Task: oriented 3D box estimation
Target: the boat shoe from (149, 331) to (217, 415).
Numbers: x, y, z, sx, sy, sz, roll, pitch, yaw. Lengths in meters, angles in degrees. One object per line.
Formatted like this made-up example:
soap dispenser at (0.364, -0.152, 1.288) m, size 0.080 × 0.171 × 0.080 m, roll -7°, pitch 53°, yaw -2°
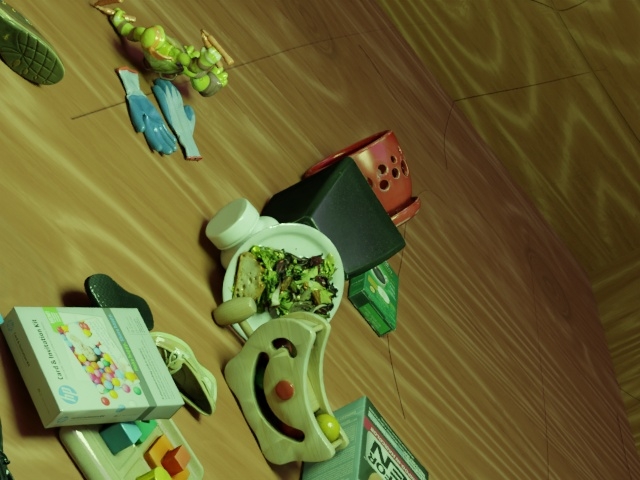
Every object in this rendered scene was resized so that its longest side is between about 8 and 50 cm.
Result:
boat shoe at (-0.186, 0.174, 1.682) m, size 0.153 × 0.056 × 0.048 m, roll 53°, pitch 17°, yaw -40°

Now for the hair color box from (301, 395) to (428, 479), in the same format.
hair color box at (0.061, 0.419, 1.846) m, size 0.185 × 0.114 × 0.374 m, roll 52°, pitch 23°, yaw -23°

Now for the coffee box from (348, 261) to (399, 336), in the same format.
coffee box at (0.104, 0.090, 2.466) m, size 0.113 × 0.040 × 0.184 m, roll 52°, pitch 23°, yaw -24°

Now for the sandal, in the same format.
sandal at (-0.264, 0.089, 1.646) m, size 0.179 × 0.040 × 0.067 m, roll 45°, pitch 27°, yaw -70°

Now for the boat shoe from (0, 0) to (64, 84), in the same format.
boat shoe at (-0.412, -0.281, 1.735) m, size 0.178 × 0.064 × 0.060 m, roll 41°, pitch 30°, yaw -35°

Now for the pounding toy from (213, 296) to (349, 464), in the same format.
pounding toy at (-0.034, 0.185, 1.872) m, size 0.269 × 0.154 × 0.155 m, roll 63°, pitch 21°, yaw 5°

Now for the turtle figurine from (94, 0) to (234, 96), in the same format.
turtle figurine at (-0.230, -0.294, 2.071) m, size 0.270 × 0.087 × 0.217 m, roll 23°, pitch -3°, yaw 21°

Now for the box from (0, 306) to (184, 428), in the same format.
box at (-0.262, 0.143, 1.484) m, size 0.186 × 0.038 × 0.145 m, roll 4°, pitch 47°, yaw -49°

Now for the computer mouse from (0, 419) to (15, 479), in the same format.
computer mouse at (-0.373, 0.209, 1.210) m, size 0.184 × 0.060 × 0.262 m, roll 65°, pitch 9°, yaw 23°

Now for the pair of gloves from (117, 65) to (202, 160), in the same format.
pair of gloves at (-0.250, -0.201, 2.061) m, size 0.198 × 0.023 × 0.159 m, roll 4°, pitch 60°, yaw -65°

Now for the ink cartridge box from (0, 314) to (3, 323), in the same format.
ink cartridge box at (-0.417, 0.026, 1.334) m, size 0.180 × 0.060 × 0.104 m, roll 63°, pitch 22°, yaw 4°

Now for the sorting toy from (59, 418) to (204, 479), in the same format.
sorting toy at (-0.210, 0.251, 1.535) m, size 0.347 × 0.047 × 0.196 m, roll 58°, pitch 21°, yaw -7°

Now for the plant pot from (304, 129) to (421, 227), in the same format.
plant pot at (0.091, -0.098, 2.474) m, size 0.174 × 0.191 × 0.191 m, roll 61°, pitch 21°, yaw -7°

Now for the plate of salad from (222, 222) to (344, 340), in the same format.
plate of salad at (-0.051, 0.073, 1.944) m, size 0.200 × 0.200 × 0.048 m, roll 50°, pitch -10°, yaw -26°

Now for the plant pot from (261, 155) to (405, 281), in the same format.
plant pot at (0.000, 0.000, 2.170) m, size 0.187 × 0.188 × 0.167 m, roll 57°, pitch 33°, yaw -10°

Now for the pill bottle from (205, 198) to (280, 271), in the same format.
pill bottle at (-0.090, 0.028, 2.005) m, size 0.186 × 0.112 × 0.112 m, roll 49°, pitch 24°, yaw -26°
